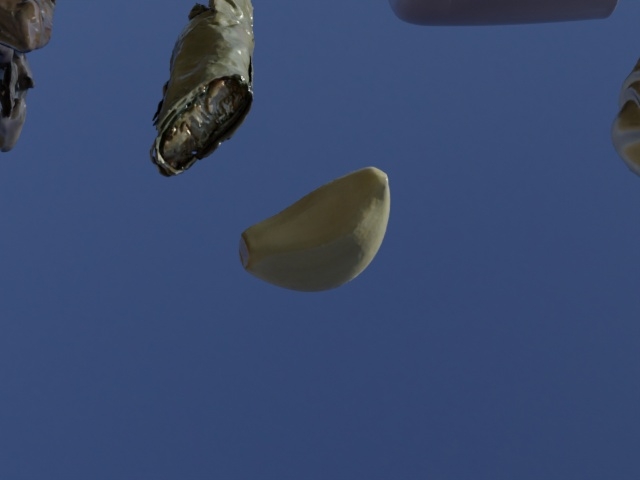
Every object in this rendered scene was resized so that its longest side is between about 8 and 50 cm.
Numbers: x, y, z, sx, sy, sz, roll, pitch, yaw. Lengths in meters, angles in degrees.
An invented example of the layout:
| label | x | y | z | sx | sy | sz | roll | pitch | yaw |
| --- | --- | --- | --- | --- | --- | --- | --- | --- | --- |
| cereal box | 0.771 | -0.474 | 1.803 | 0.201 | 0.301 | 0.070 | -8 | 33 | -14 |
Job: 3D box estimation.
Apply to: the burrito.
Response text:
| label | x | y | z | sx | sy | sz | roll | pitch | yaw |
| --- | --- | --- | --- | --- | --- | --- | --- | --- | --- |
| burrito | -0.062 | -0.095 | 0.872 | 0.055 | 0.041 | 0.149 | -35 | -151 | 29 |

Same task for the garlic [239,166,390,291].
| label | x | y | z | sx | sy | sz | roll | pitch | yaw |
| --- | --- | --- | --- | --- | --- | --- | --- | --- | --- |
| garlic | 0.000 | -0.001 | 0.792 | 0.083 | 0.053 | 0.041 | -25 | -131 | -9 |

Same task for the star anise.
| label | x | y | z | sx | sy | sz | roll | pitch | yaw |
| --- | --- | --- | --- | --- | --- | --- | --- | --- | --- |
| star anise | -0.266 | -0.197 | 1.130 | 0.198 | 0.110 | 0.258 | -36 | -98 | 46 |

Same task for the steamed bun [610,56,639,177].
| label | x | y | z | sx | sy | sz | roll | pitch | yaw |
| --- | --- | --- | --- | --- | --- | --- | --- | --- | --- |
| steamed bun | 0.305 | -0.103 | 1.145 | 0.182 | 0.106 | 0.183 | -10 | -139 | 9 |

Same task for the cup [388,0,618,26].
| label | x | y | z | sx | sy | sz | roll | pitch | yaw |
| --- | --- | --- | --- | --- | --- | --- | --- | --- | --- |
| cup | 0.160 | -0.298 | 1.409 | 0.200 | 0.253 | 0.192 | -5 | -103 | -4 |
